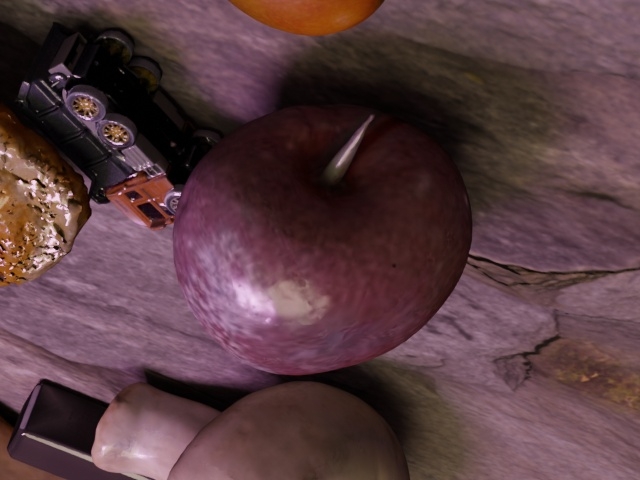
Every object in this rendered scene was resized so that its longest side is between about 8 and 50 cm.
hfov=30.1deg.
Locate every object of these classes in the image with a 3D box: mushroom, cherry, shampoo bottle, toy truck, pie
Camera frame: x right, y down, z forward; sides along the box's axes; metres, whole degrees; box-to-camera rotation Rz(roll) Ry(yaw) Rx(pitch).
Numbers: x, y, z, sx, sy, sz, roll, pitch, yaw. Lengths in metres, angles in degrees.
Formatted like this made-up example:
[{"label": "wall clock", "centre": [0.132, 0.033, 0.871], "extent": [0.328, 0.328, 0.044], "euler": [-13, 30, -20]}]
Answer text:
[{"label": "mushroom", "centre": [-0.071, 0.288, 1.273], "extent": [0.356, 0.315, 0.315], "euler": [25, 140, -14]}, {"label": "cherry", "centre": [0.000, 0.000, 0.946], "extent": [0.236, 0.212, 0.285], "euler": [8, 144, -14]}, {"label": "shampoo bottle", "centre": [-0.250, 0.260, 1.453], "extent": [0.246, 0.080, 0.079], "euler": [25, 140, -15]}, {"label": "toy truck", "centre": [-0.167, -0.092, 0.997], "extent": [0.092, 0.083, 0.192], "euler": [-17, 131, 32]}, {"label": "pie", "centre": [-0.342, -0.077, 1.009], "extent": [0.308, 0.085, 0.308], "euler": [25, 146, 18]}]

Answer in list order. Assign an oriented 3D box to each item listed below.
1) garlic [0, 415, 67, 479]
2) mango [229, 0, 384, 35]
[{"label": "garlic", "centre": [-0.383, 0.309, 1.513], "extent": [0.338, 0.151, 0.196], "euler": [32, 115, -19]}, {"label": "mango", "centre": [-0.031, -0.230, 0.758], "extent": [0.152, 0.120, 0.221], "euler": [-15, 126, 32]}]
